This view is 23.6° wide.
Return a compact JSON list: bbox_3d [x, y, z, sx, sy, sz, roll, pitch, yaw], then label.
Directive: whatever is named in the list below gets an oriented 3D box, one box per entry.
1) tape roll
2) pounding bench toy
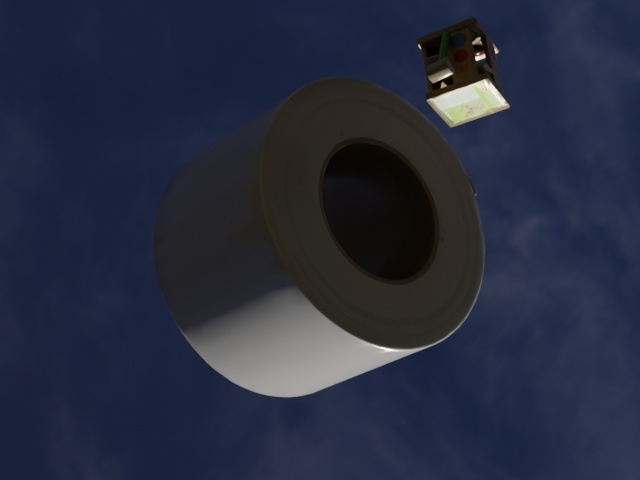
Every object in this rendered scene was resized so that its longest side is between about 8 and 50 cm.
[{"bbox_3d":[0.000,0.000,1.340,0.246,0.169,0.246,16,-117,-33],"label":"tape roll"},{"bbox_3d":[0.105,-0.141,1.196,0.083,0.052,0.065,38,-141,-55],"label":"pounding bench toy"}]
